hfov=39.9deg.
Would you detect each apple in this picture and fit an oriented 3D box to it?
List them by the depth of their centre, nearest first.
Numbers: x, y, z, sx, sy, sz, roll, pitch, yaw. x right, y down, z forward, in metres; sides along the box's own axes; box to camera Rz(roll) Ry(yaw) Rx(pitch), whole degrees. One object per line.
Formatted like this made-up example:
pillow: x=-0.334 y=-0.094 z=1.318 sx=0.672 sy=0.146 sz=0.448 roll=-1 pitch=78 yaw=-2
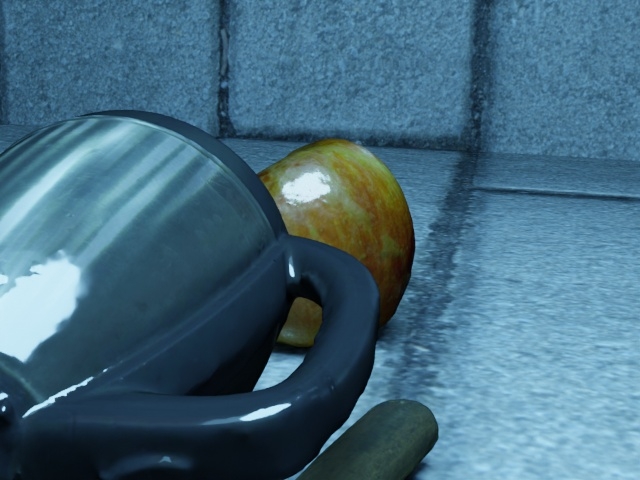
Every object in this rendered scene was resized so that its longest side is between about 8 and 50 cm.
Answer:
apple: x=0.000 y=0.000 z=0.757 sx=0.160 sy=0.173 sz=0.195 roll=3 pitch=16 yaw=13

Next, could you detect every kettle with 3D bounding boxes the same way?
kettle: x=-0.119 y=0.068 z=0.438 sx=0.250 sy=0.207 sz=0.271 roll=26 pitch=22 yaw=3

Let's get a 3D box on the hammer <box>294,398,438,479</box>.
hammer: x=-0.039 y=0.156 z=0.352 sx=0.168 sy=0.044 sz=0.440 roll=10 pitch=14 yaw=25
